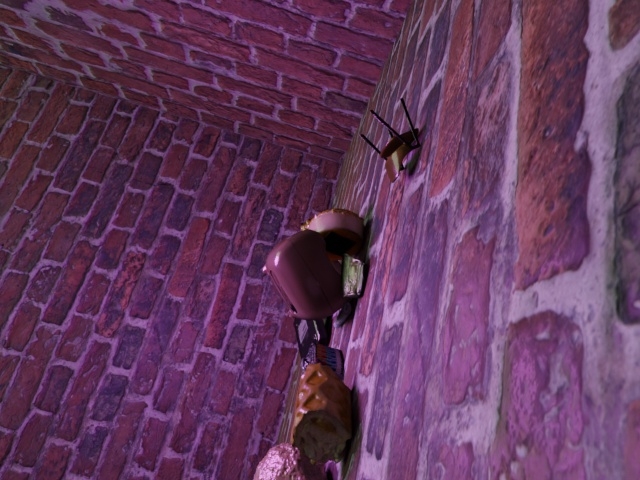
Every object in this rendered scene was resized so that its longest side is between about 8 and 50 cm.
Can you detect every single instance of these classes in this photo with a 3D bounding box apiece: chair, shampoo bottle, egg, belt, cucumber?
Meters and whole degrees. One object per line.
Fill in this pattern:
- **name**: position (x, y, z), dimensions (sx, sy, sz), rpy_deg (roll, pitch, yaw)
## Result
- **chair**: position (0.268, -0.347, 1.501), dimensions (0.247, 0.172, 0.159), rpy_deg (59, 161, 13)
- **shampoo bottle**: position (0.098, 0.351, 1.909), dimensions (0.190, 0.041, 0.069), rpy_deg (111, 167, -53)
- **egg**: position (-0.103, 0.847, 1.416), dimensions (0.310, 0.279, 0.279), rpy_deg (-103, 28, -67)
- **belt**: position (-0.007, 0.556, 1.770), dimensions (0.295, 0.160, 0.207), rpy_deg (-103, 29, -81)
- **cucumber**: position (0.148, 0.148, 1.753), dimensions (0.086, 0.115, 0.193), rpy_deg (37, -127, -47)

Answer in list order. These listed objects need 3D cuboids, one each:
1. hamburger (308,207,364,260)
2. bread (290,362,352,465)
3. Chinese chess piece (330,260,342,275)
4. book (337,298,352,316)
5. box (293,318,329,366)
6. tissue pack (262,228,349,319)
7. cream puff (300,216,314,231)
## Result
- **hamburger**: position (0.074, -0.036, 2.021), dimensions (0.294, 0.276, 0.179), rpy_deg (-47, 34, 39)
- **bread**: position (0.003, 0.575, 1.389), dimensions (0.196, 0.238, 0.252), rpy_deg (-38, 6, 11)
- **Chinese chess piece**: position (-0.038, 0.202, 2.172), dimensions (0.338, 0.338, 0.140), rpy_deg (111, 163, -51)
- **book**: position (0.124, 0.258, 1.999), dimensions (0.231, 0.026, 0.157), rpy_deg (112, 171, -56)
- **box**: position (-0.063, 0.509, 2.361), dimensions (0.359, 0.091, 0.350), rpy_deg (111, 150, -42)
- **tissue pack**: position (-0.065, 0.163, 1.837), dimensions (0.277, 0.387, 0.267), rpy_deg (-33, 5, -22)
- **cream puff**: position (0.000, 0.000, 2.347), dimensions (0.378, 0.275, 0.378), rpy_deg (-44, 1, 1)
